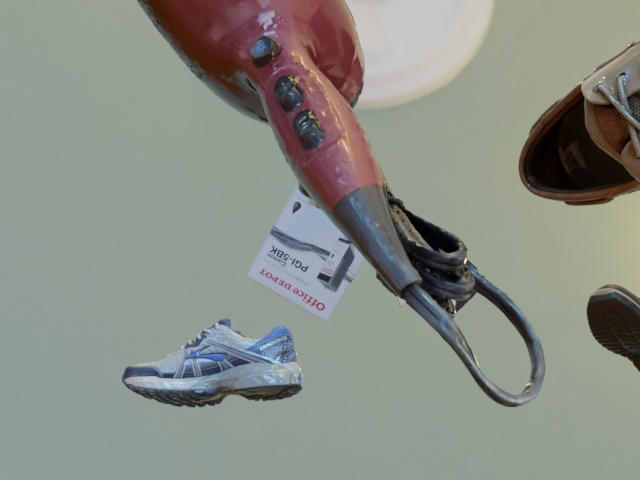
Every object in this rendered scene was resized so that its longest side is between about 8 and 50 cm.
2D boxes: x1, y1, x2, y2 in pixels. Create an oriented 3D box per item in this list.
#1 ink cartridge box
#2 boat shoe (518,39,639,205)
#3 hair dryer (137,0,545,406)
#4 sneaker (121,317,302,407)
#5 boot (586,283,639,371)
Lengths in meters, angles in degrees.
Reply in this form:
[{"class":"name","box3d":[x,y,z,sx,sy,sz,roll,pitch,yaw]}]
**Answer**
[{"class":"ink cartridge box","box3d":[0.000,0.000,1.278,0.099,0.135,0.056,29,11,-1]},{"class":"boat shoe","box3d":[0.255,-0.095,0.935,0.123,0.116,0.324,62,-25,8]},{"class":"hair dryer","box3d":[-0.001,-0.071,0.546,0.293,0.080,0.223,48,1,-5]},{"class":"sneaker","box3d":[-0.079,0.089,0.925,0.135,0.058,0.052,-4,-22,9]},{"class":"boot","box3d":[0.373,0.067,1.442,0.076,0.137,0.198,-7,-36,38]}]
